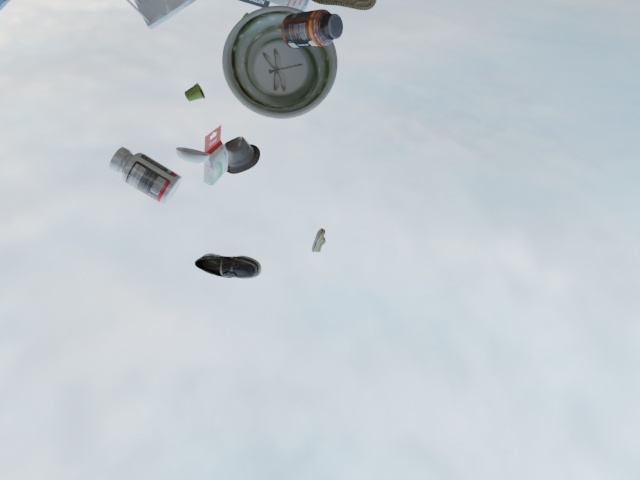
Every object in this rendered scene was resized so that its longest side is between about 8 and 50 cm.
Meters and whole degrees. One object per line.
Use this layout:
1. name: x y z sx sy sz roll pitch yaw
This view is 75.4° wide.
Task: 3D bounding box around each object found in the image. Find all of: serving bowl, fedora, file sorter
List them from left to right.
1. file sorter: -0.475 -0.767 1.098 0.193 0.173 0.277 -29 -97 6
2. serving bowl: -0.323 -0.212 1.045 0.084 0.027 0.083 13 -165 -4
3. fedora: -0.490 -0.527 2.464 0.244 0.124 0.275 -19 -138 4

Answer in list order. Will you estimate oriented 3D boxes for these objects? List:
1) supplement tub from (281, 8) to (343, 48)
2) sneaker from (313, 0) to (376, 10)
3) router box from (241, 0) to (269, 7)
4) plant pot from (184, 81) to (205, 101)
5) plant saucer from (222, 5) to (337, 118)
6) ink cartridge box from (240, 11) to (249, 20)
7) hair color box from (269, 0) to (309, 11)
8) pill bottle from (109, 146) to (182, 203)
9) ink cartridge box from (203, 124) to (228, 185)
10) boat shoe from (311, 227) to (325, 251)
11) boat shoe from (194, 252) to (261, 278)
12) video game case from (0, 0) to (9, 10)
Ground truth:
1. supplement tub: -0.025 -0.669 1.313 0.198 0.106 0.106 18 -140 40
2. sneaker: 0.048 -0.874 1.420 0.283 0.099 0.153 9 -136 -13
3. router box: -0.313 -1.024 1.709 0.179 0.046 0.133 -16 -125 -47
4. plant pot: -0.632 -0.733 2.068 0.079 0.083 0.083 -22 -138 4
5. plant saucer: -0.142 -0.620 1.480 0.401 0.400 0.100 2 178 -3
6. ink cartridge box: -0.303 -0.902 1.907 0.159 0.218 0.092 24 -116 -10
7. hair color box: -0.121 -0.920 1.537 0.167 0.093 0.053 4 -131 -32
8. pill bottle: -0.885 -0.334 2.100 0.319 0.176 0.176 32 -141 -12
9. ink cartridge box: -0.469 -0.387 1.878 0.056 0.224 0.181 17 -145 2
10. boat shoe: 0.000 0.000 1.873 0.045 0.135 0.050 10 -138 -17
11. boat shoe: -0.383 0.110 1.699 0.286 0.102 0.092 9 -166 18
12. video game case: -0.696 -0.583 0.883 0.023 0.212 0.193 35 -105 -18
